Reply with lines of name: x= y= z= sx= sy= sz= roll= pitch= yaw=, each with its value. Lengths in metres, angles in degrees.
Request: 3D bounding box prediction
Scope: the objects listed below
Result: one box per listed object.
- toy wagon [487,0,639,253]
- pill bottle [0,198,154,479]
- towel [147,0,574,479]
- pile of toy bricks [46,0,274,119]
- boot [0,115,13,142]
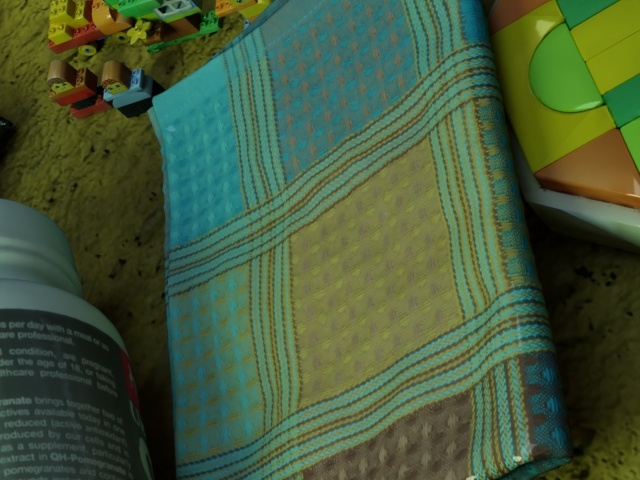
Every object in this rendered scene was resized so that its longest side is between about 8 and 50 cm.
toy wagon: x=0.245 y=-0.136 z=0.771 sx=0.344 sy=0.068 sz=0.267 roll=-30 pitch=51 yaw=17
pill bottle: x=-0.182 y=0.134 z=0.836 sx=0.176 sy=0.176 sz=0.318 roll=-31 pitch=50 yaw=16
towel: x=0.000 y=0.000 z=0.837 sx=0.271 sy=0.040 sz=0.370 roll=-35 pitch=47 yaw=36
pile of toy bricks: x=-0.122 y=-0.168 z=1.021 sx=0.212 sy=0.105 sz=0.118 roll=-16 pitch=56 yaw=27
boot: x=-0.258 y=-0.050 z=1.090 sx=0.121 sy=0.045 sz=0.099 roll=28 pitch=79 yaw=43
